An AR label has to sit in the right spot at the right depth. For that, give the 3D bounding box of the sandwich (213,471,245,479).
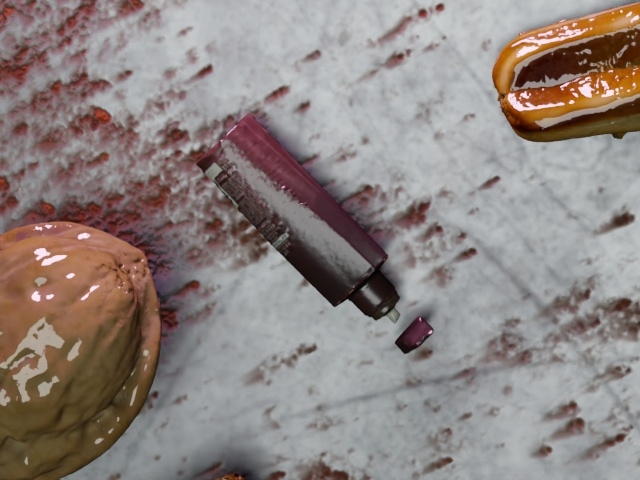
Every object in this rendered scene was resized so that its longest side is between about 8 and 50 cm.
[{"bbox_3d":[-0.114,0.368,1.477,0.249,0.095,0.273,-30,72,7],"label":"sandwich"}]

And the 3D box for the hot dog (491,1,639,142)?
[{"bbox_3d":[0.262,-0.137,1.395,0.250,0.076,0.104,-15,79,7],"label":"hot dog"}]

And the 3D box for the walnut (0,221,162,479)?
[{"bbox_3d":[-0.231,0.094,1.449,0.198,0.198,0.245,44,96,-2],"label":"walnut"}]

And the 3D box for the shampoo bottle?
[{"bbox_3d":[0.001,-0.001,1.458,0.067,0.068,0.236,-44,93,11],"label":"shampoo bottle"}]
